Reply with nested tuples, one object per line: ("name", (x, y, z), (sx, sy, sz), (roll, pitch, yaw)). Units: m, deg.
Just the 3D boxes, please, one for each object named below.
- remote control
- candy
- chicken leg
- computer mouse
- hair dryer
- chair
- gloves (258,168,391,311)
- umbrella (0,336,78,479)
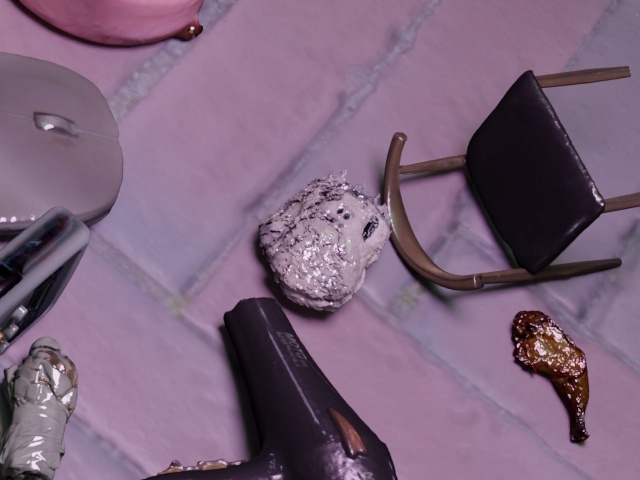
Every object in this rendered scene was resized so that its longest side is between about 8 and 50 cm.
("remote control", (-0.304, 0.087, 1.635), (0.056, 0.140, 0.296), (39, 47, 6))
("candy", (-0.210, -0.307, 2.000), (0.255, 0.094, 0.255), (15, 51, -20))
("chicken leg", (0.238, 0.131, 1.982), (0.062, 0.037, 0.145), (-30, 74, -18))
("computer mouse", (-0.331, -0.096, 1.786), (0.331, 0.095, 0.197), (0, 62, -29))
("hair dryer", (-0.110, 0.180, 1.699), (0.359, 0.120, 0.303), (-6, 53, -32))
("chair", (0.216, -0.059, 2.015), (0.272, 0.166, 0.188), (-11, 64, -35))
("gloves", (0.002, -0.002, 1.918), (0.114, 0.070, 0.153), (38, 50, -1))
("umbrella", (-0.240, 0.145, 1.689), (0.067, 0.062, 0.143), (-3, 55, 5))
